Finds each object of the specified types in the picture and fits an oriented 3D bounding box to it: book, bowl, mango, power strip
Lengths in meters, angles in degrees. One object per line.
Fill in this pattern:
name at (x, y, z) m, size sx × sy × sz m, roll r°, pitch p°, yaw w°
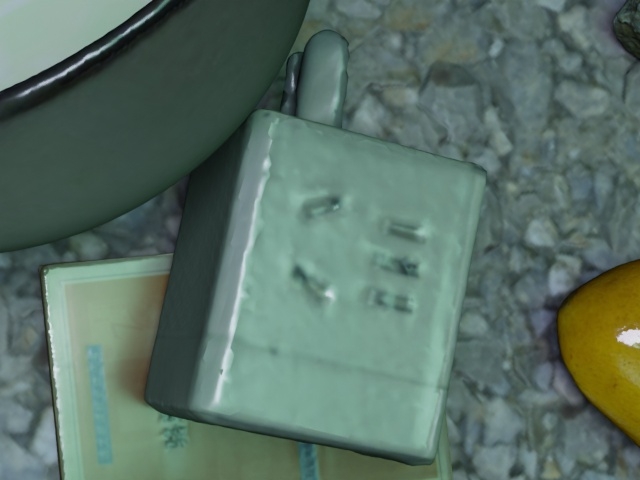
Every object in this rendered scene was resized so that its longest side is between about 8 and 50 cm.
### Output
book at (-0.040, 0.086, 0.877) m, size 0.242 × 0.018 × 0.170 m, roll -6°, pitch 89°, yaw -18°
bowl at (-0.152, -0.125, 0.731) m, size 0.354 × 0.354 × 0.185 m, roll -44°, pitch 144°, yaw -15°
mango at (0.249, 0.083, 0.921) m, size 0.219 × 0.112 × 0.144 m, roll 26°, pitch 82°, yaw -10°
power strip at (0.000, 0.000, 0.813) m, size 0.140 × 0.139 × 0.224 m, roll 14°, pitch 82°, yaw -16°

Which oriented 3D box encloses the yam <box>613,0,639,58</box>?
yam at (0.309, -0.198, 0.966) m, size 0.259 × 0.093 × 0.093 m, roll -42°, pitch 100°, yaw -15°
